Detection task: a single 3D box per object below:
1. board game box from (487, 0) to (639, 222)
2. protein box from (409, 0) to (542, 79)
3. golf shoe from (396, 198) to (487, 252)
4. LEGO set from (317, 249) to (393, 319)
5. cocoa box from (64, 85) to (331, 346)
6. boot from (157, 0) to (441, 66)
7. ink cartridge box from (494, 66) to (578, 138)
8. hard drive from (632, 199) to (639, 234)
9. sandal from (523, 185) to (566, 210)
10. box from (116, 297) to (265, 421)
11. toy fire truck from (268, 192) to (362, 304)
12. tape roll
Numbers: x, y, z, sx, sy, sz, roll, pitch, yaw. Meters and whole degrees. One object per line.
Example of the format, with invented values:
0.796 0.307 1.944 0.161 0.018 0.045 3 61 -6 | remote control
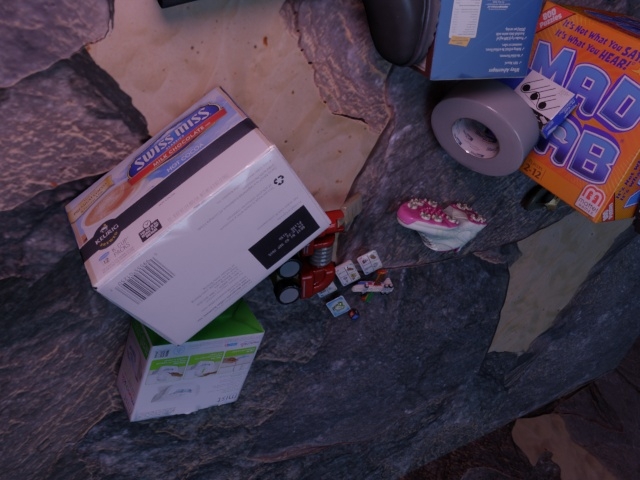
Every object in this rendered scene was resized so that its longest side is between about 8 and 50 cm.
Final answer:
0.679 -0.298 1.342 0.356 0.356 0.356 -8 130 -33 | board game box
0.270 -0.407 1.046 0.200 0.136 0.201 -6 122 -15 | protein box
0.300 -0.025 1.497 0.306 0.115 0.140 5 126 -39 | golf shoe
0.090 0.118 1.534 0.182 0.060 0.244 -27 139 4 | LEGO set
-0.208 -0.042 0.997 0.347 0.228 0.231 -39 140 -1 | cocoa box
-0.031 -0.403 0.864 0.445 0.146 0.367 -22 129 -25 | boot
0.438 -0.316 1.256 0.097 0.207 0.046 -49 144 10 | ink cartridge box
0.793 -0.175 1.216 0.237 0.064 0.339 -27 140 -16 | hard drive
0.700 -0.120 1.752 0.219 0.060 0.090 -3 127 -36 | sandal
-0.290 0.263 1.294 0.262 0.127 0.231 -2 128 -37 | box
0.000 0.000 1.282 0.246 0.158 0.217 -11 133 -16 | toy fire truck
0.348 -0.240 1.244 0.072 0.219 0.219 -51 143 -19 | tape roll
